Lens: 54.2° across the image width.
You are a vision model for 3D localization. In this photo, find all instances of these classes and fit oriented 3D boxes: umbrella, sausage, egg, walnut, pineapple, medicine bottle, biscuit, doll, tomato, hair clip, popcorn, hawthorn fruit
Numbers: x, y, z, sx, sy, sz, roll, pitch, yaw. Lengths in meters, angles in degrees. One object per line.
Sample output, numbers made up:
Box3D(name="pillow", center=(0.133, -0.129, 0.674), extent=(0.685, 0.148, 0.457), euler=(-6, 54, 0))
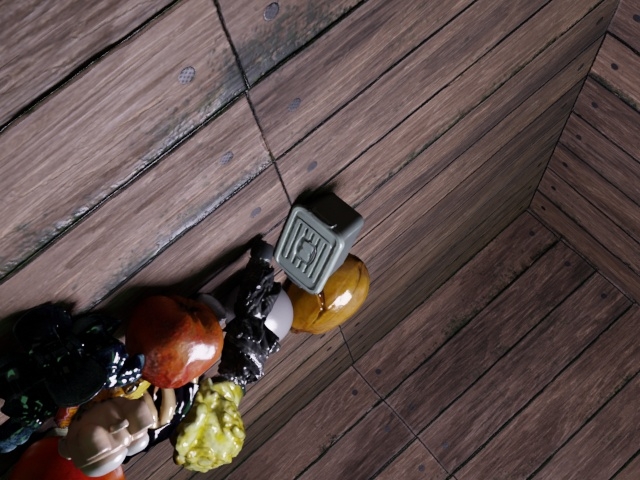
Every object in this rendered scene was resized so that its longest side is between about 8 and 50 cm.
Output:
Box3D(name="umbrella", center=(-0.145, 0.168, 1.454), extent=(0.154, 0.128, 0.336), euler=(64, 33, -51))
Box3D(name="sausage", center=(-0.560, 0.365, 1.414), extent=(0.050, 0.048, 0.145), euler=(19, 121, -24))
Box3D(name="egg", center=(-0.157, 0.191, 1.623), extent=(0.176, 0.176, 0.232), euler=(-43, 162, -1))
Box3D(name="walnut", center=(0.004, 0.167, 1.839), extent=(0.209, 0.209, 0.336), euler=(-9, 141, -56))
Box3D(name="pineapple", center=(-0.495, 0.378, 1.494), extent=(0.225, 0.076, 0.225), euler=(-45, 173, -7))
Box3D(name="medicine bottle", center=(-0.318, 0.224, 1.520), extent=(0.188, 0.088, 0.132), euler=(-48, 158, 13))
Box3D(name="biscuit", center=(-0.678, 0.534, 1.526), extent=(0.199, 0.040, 0.121), euler=(-42, 156, 1))
Box3D(name="doll", center=(-0.402, 0.356, 1.151), extent=(0.154, 0.119, 0.278), euler=(-24, 175, -30))
Box3D(name="tomato", center=(-0.551, 0.578, 1.380), extent=(0.226, 0.298, 0.298), euler=(-6, 154, 0))
Box3D(name="hair clip", center=(-0.478, 0.245, 1.147), extent=(0.310, 0.194, 0.206), euler=(-29, 162, -36))
Box3D(name="popcorn", center=(-0.345, 0.560, 1.905), extent=(0.237, 0.293, 0.293), euler=(-1, 148, -7))
Box3D(name="hawthorn fruit", center=(-0.331, 0.241, 1.353), extent=(0.207, 0.207, 0.243), euler=(1, 115, -62))

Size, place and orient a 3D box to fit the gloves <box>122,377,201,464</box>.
Box3D(name="gloves", center=(-0.444, 0.462, 1.703), extent=(0.301, 0.152, 0.197), euler=(-56, -173, -5))

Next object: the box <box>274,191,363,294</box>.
Box3D(name="box", center=(0.000, 0.000, 1.588), extent=(0.135, 0.163, 0.243), euler=(-36, 158, -43))
